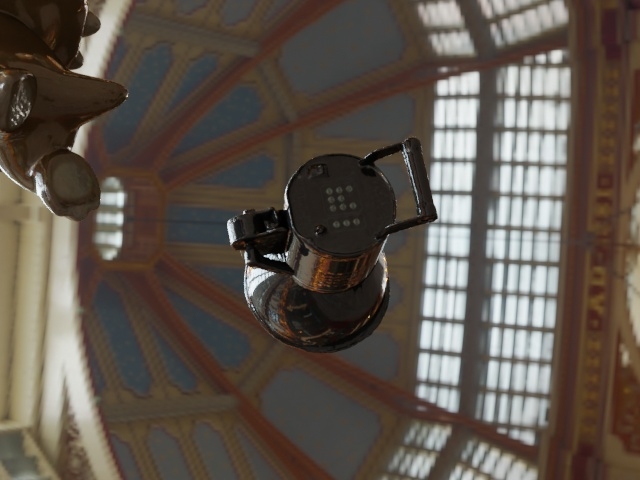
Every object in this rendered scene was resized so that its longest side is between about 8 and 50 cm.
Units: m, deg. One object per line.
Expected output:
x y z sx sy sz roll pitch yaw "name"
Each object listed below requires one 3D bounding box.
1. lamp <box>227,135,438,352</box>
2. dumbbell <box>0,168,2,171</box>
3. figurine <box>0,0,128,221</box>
0.000 0.000 1.141 0.227 0.172 0.147 102 160 -66 "lamp"
-0.325 -0.111 1.259 0.040 0.036 0.083 5 -118 -13 "dumbbell"
-0.243 -0.163 1.005 0.173 0.247 0.177 -45 -41 -19 "figurine"
